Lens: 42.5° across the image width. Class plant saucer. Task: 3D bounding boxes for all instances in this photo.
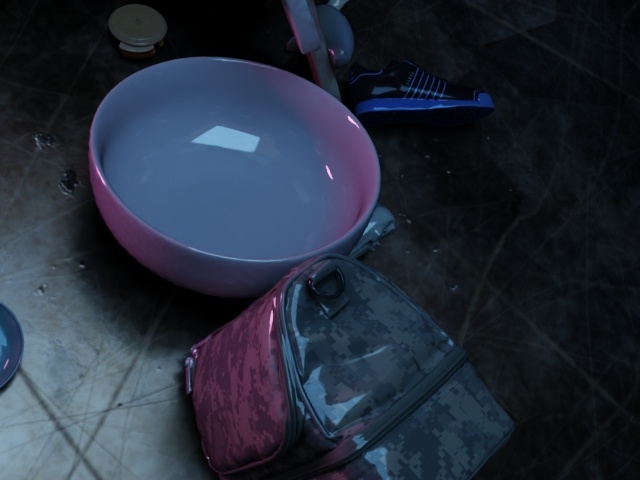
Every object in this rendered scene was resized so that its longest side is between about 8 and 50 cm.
[{"bbox_3d":[-0.378,0.114,0.875,0.119,0.021,0.119,9,64,-18],"label":"plant saucer"}]

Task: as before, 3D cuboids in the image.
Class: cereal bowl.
[{"bbox_3d":[-0.105,-0.061,0.977,0.339,0.141,0.339,10,46,-10],"label":"cereal bowl"}]

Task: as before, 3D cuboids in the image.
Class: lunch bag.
[{"bbox_3d":[-0.002,0.167,0.850,0.212,0.305,0.256,-30,84,-34],"label":"lunch bag"}]

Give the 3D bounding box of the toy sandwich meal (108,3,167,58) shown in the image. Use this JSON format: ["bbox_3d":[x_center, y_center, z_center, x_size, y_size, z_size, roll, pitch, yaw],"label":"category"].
[{"bbox_3d":[-0.246,-0.283,1.113,0.085,0.029,0.086,7,57,-10],"label":"toy sandwich meal"}]

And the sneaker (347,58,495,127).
[{"bbox_3d":[0.150,-0.222,1.219,0.232,0.081,0.090,-3,75,-23],"label":"sneaker"}]

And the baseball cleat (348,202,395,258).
[{"bbox_3d":[0.000,0.000,1.072,0.206,0.072,0.109,-29,64,-33],"label":"baseball cleat"}]

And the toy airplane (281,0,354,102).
[{"bbox_3d":[-0.046,-0.394,1.038,0.272,0.386,0.384,-32,82,-19],"label":"toy airplane"}]
